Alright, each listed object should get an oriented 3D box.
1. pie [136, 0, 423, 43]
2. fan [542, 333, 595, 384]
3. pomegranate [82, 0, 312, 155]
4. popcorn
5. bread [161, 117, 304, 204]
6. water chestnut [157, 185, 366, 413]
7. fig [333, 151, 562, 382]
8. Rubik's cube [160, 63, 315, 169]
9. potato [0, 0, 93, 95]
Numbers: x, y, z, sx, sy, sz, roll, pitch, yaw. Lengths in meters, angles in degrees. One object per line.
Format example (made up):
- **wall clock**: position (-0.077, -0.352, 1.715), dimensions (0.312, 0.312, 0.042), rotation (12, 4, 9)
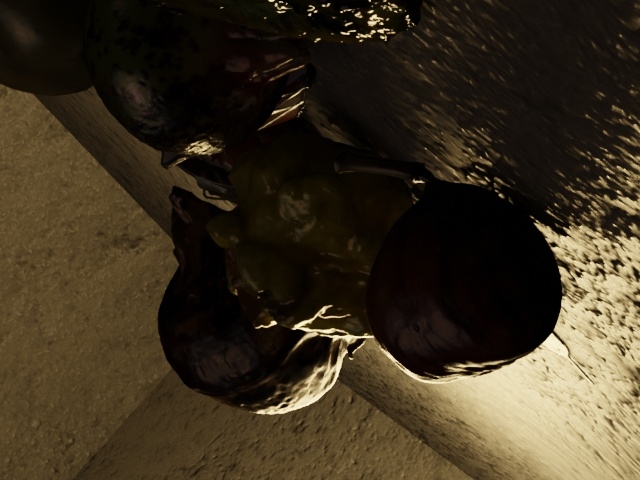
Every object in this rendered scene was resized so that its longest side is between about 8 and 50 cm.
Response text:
- **pie**: position (-0.092, -0.232, 1.236), dimensions (0.371, 0.078, 0.296), rotation (16, 179, 9)
- **fan**: position (0.285, 0.129, 1.847), dimensions (0.133, 0.005, 0.085), rotation (43, 170, -1)
- **pomegranate**: position (-0.101, -0.185, 1.467), dimensions (0.248, 0.214, 0.214), rotation (1, 145, 40)
- **popcorn**: position (0.000, 0.000, 1.759), dimensions (0.215, 0.252, 0.286), rotation (-110, -7, -48)
- **bread**: position (-0.098, -0.118, 1.921), dimensions (0.212, 0.142, 0.224), rotation (35, 169, -24)
- **water chestnut**: position (-0.089, 0.058, 2.102), dimensions (0.347, 0.335, 0.335), rotation (54, 167, -24)
- **fig**: position (0.136, 0.010, 1.499), dimensions (0.204, 0.186, 0.249), rotation (145, 120, -62)
- **Rubik's cube**: position (-0.090, -0.217, 1.698), dimensions (0.190, 0.211, 0.178), rotation (-30, 88, 48)
- **potato**: position (-0.345, -0.293, 1.841), dimensions (0.243, 0.221, 0.326), rotation (34, 163, -16)
